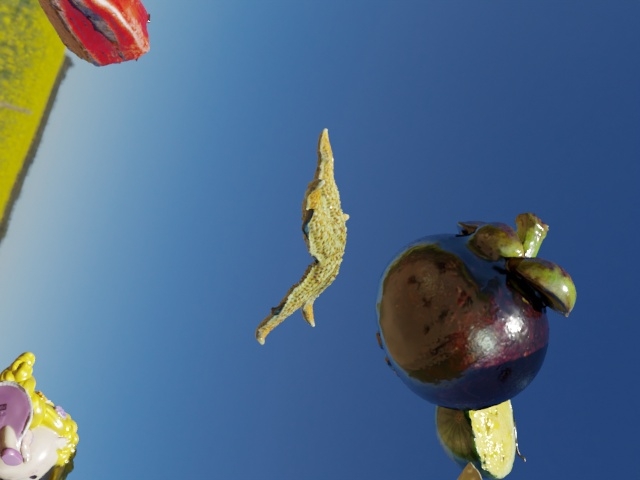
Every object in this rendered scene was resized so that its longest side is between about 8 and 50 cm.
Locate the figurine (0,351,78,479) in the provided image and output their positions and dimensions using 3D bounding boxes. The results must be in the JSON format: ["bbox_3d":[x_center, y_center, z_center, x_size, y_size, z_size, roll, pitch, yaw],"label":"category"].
[{"bbox_3d":[-0.276,0.180,0.621,0.156,0.094,0.115,87,5,-50],"label":"figurine"}]

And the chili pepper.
[{"bbox_3d":[-0.352,-0.365,0.973,0.136,0.144,0.253,-45,164,-7],"label":"chili pepper"}]

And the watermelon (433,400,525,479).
[{"bbox_3d":[0.288,0.349,1.257,0.127,0.232,0.204,-20,-104,31],"label":"watermelon"}]

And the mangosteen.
[{"bbox_3d":[0.242,0.123,1.087,0.330,0.330,0.330,-43,-143,45],"label":"mangosteen"}]

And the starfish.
[{"bbox_3d":[0.000,0.000,0.630,0.176,0.053,0.208,-58,165,-61],"label":"starfish"}]

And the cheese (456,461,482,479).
[{"bbox_3d":[0.051,0.131,0.241,0.060,0.041,0.084,29,-111,34],"label":"cheese"}]
